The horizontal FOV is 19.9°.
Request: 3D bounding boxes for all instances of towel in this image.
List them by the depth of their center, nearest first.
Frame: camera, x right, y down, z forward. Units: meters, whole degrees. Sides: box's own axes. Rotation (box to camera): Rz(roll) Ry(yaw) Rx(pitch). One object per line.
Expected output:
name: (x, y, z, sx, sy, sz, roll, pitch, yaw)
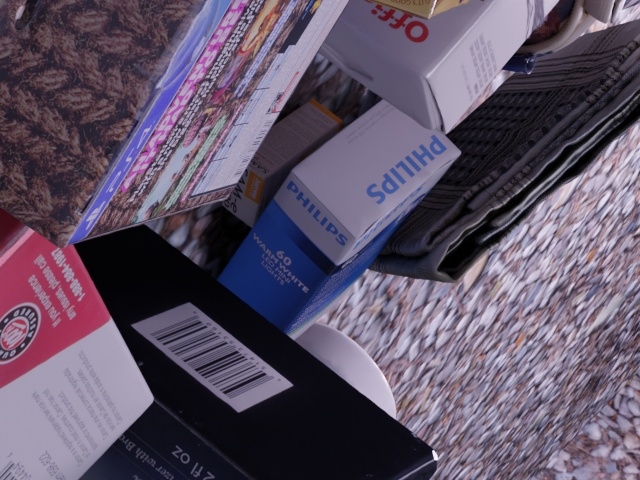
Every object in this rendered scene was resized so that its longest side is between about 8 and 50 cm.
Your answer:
towel: (0.160, -0.084, 1.586, 0.312, 0.056, 0.324, -39, -168, -11)

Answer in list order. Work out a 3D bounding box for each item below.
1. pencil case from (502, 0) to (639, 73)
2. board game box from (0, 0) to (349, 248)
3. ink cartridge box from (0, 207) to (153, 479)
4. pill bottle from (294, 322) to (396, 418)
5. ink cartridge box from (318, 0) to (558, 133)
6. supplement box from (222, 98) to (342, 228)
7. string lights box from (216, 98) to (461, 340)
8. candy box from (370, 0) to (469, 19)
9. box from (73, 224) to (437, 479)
pencil case: (0.244, -0.263, 1.519, 0.410, 0.183, 0.160, -29, 149, -50)
board game box: (-0.085, -0.142, 0.965, 0.232, 0.141, 0.291, -58, 172, 12)
ink cartridge box: (-0.300, 0.133, 1.006, 0.385, 0.160, 0.279, -47, 159, -16)
pill bottle: (-0.070, 0.206, 1.636, 0.283, 0.160, 0.160, -39, 156, -33)
ink cartridge box: (0.087, -0.221, 1.255, 0.237, 0.172, 0.100, -50, 160, -8)
supplement box: (-0.031, -0.062, 1.458, 0.098, 0.036, 0.062, -38, 156, -37)
string lights box: (0.000, 0.000, 1.472, 0.133, 0.077, 0.260, -39, 172, -35)
candy box: (0.075, -0.217, 0.976, 0.109, 0.053, 0.187, -38, 146, -71)
box: (-0.127, 0.200, 1.299, 0.182, 0.296, 0.294, -21, 142, -57)
